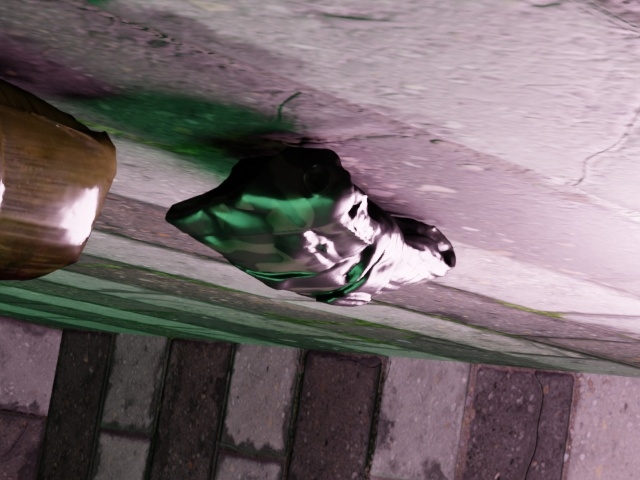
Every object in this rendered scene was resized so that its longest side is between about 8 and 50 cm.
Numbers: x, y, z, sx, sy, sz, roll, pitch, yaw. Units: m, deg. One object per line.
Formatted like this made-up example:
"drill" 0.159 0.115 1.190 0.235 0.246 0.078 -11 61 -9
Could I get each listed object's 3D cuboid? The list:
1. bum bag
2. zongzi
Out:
"bum bag" 0.000 0.000 1.070 0.144 0.095 0.340 -9 168 17
"zongzi" -0.311 -0.072 0.850 0.300 0.138 0.286 20 -173 32
